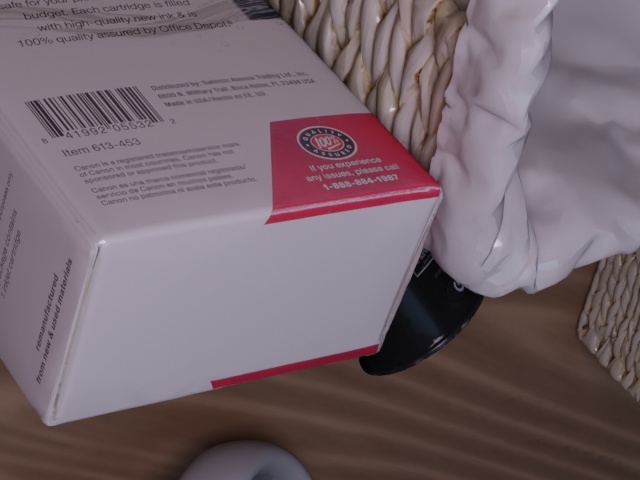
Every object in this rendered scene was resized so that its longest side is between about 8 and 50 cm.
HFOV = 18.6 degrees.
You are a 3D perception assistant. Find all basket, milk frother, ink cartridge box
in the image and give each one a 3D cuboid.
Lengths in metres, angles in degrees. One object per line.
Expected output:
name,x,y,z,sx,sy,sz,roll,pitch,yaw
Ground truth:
basket,0.275,0.041,1.368,0.167,0.103,0.113,-14,133,-34
basket,0.146,-0.203,0.892,0.331,0.266,0.328,-16,135,-32
milk frother,0.000,0.000,1.098,0.143,0.129,0.135,-28,111,26
ink cartridge box,-0.090,-0.046,0.851,0.172,0.237,0.100,-10,134,-36

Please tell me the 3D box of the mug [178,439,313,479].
mug,-0.050,0.308,1.183,0.328,0.276,0.374,29,62,-66
